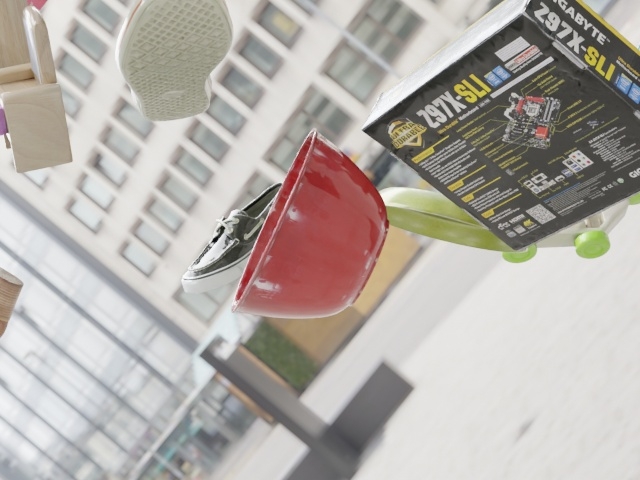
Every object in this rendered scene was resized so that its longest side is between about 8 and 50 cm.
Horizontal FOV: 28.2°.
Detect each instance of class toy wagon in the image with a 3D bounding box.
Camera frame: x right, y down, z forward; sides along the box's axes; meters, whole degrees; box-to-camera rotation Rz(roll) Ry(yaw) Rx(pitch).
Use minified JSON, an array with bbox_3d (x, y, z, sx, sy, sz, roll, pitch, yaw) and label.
[{"bbox_3d":[0.399,-0.087,2.074,0.068,0.345,0.267,93,174,-55],"label":"toy wagon"}]

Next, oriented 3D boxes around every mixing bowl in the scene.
[{"bbox_3d":[0.000,0.000,1.146,0.181,0.098,0.181,-156,90,-83],"label":"mixing bowl"}]

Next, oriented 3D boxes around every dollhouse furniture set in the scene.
[{"bbox_3d":[-0.399,-0.173,1.082,0.303,0.198,0.286,-13,27,-16],"label":"dollhouse furniture set"}]

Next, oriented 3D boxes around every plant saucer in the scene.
[{"bbox_3d":[0.176,-0.032,1.780,0.241,0.241,0.037,113,172,-83],"label":"plant saucer"}]

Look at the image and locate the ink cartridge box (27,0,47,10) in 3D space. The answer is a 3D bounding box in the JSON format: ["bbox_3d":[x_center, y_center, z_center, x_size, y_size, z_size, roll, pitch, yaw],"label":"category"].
[{"bbox_3d":[-0.386,-0.350,1.379,0.172,0.100,0.237,-61,-37,-29],"label":"ink cartridge box"}]

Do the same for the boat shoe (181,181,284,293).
[{"bbox_3d":[-0.114,-0.006,1.726,0.078,0.070,0.219,2,32,43],"label":"boat shoe"}]

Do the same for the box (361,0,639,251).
[{"bbox_3d":[0.236,-0.131,1.445,0.322,0.257,0.079,-33,23,55],"label":"box"}]

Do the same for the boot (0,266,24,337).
[{"bbox_3d":[-0.503,0.077,1.684,0.152,0.197,0.073,-59,-16,6],"label":"boot"}]

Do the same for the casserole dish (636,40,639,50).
[{"bbox_3d":[0.493,-0.282,1.769,0.114,0.037,0.188,31,99,54],"label":"casserole dish"}]

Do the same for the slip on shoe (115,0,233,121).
[{"bbox_3d":[-0.164,-0.219,1.381,0.123,0.101,0.331,-10,-9,-9],"label":"slip on shoe"}]
